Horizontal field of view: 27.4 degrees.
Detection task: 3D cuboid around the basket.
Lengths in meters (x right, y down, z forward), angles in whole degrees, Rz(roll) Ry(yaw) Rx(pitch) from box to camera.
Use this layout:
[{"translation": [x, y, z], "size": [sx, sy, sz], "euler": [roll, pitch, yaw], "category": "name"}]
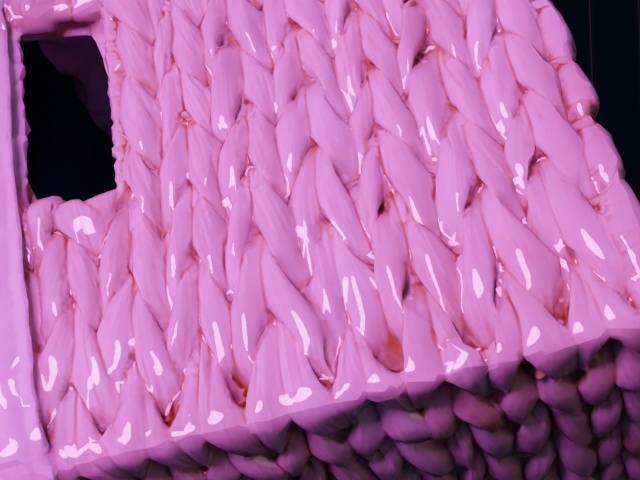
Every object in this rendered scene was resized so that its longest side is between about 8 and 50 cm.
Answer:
[{"translation": [0.000, 0.000, 0.635], "size": [0.331, 0.266, 0.328], "euler": [62, 14, -57], "category": "basket"}]
